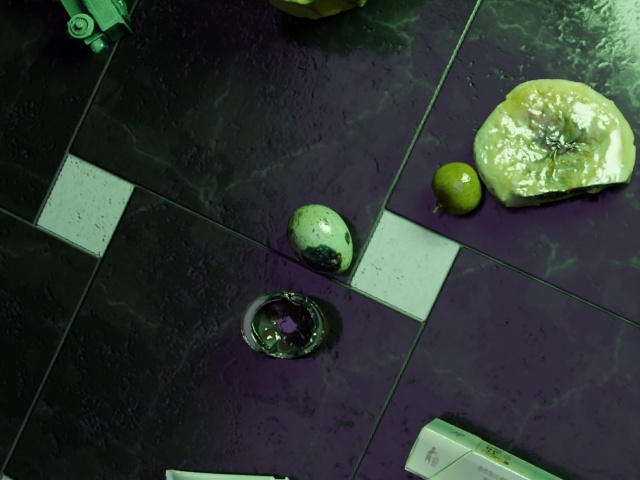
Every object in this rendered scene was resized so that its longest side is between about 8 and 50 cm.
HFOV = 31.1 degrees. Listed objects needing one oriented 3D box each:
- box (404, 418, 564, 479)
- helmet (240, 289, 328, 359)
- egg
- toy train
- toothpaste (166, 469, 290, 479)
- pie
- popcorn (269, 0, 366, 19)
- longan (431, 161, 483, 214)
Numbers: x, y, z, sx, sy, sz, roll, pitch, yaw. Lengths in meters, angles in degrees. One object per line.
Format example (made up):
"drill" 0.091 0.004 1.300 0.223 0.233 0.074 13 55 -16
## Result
"box" 0.239 0.320 1.519 0.243 0.155 0.067 25 90 11
"helmet" -0.045 0.124 1.638 0.123 0.070 0.098 6 81 19
"egg" 0.000 0.000 1.630 0.085 0.085 0.110 -33 87 8
"toy train" -0.356 -0.365 1.746 0.099 0.070 0.172 -32 79 1
"toothpaste" -0.134 0.357 1.661 0.191 0.031 0.048 -2 88 15
"pie" 0.318 -0.137 1.586 0.218 0.052 0.185 -14 67 6
"popcorn" -0.002 -0.405 1.587 0.251 0.237 0.205 -33 119 -25
"longan" 0.186 -0.069 1.603 0.083 0.075 0.075 -40 79 1
